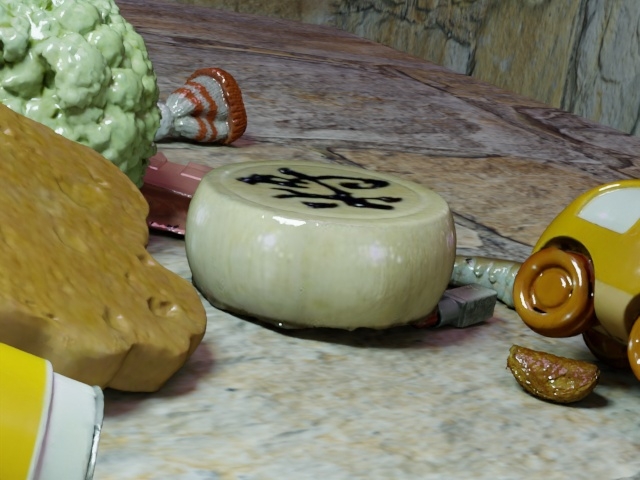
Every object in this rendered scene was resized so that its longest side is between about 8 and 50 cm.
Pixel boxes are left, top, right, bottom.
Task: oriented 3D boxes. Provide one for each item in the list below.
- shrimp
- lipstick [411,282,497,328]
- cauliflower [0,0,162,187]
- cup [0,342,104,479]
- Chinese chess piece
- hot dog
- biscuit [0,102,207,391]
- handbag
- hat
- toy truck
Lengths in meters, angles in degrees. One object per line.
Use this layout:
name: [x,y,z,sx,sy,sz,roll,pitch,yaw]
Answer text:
shrimp: [0.164,0.044,1.473,0.166,0.049,0.161,0,16,-37]
lipstick: [0.124,0.069,1.372,0.030,0.030,0.129,24,22,35]
cauliflower: [-0.293,-0.134,1.326,0.281,0.260,0.327,-14,63,-8]
cup: [-0.252,0.093,0.643,0.279,0.196,0.196,19,12,-16]
Chinese chess piece: [0.000,0.000,1.326,0.257,0.104,0.257,7,16,-2]
hot dog: [0.203,0.118,1.237,0.083,0.035,0.058,15,14,-3]
biscuit: [-0.227,-0.006,1.055,0.312,0.057,0.351,50,18,22]
handbag: [-0.144,-0.047,1.519,0.212,0.059,0.157,15,15,1]
hat: [-0.183,-0.173,1.940,0.093,0.112,0.162,-11,10,35]
toy truck: [0.334,0.037,1.265,0.288,0.212,0.204,29,5,41]
